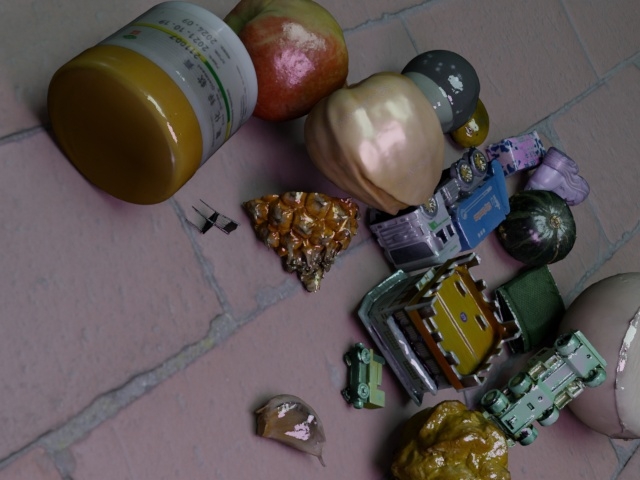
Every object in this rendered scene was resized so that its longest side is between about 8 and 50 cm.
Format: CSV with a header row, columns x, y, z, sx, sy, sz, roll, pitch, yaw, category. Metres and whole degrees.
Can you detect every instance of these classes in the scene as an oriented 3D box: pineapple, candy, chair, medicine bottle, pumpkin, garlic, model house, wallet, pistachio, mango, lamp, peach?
x,y,z,sx,sy,sz,roll,pitch,yaw,category
-0.004,-0.002,1.468,0.250,0.140,0.164,21,61,-38,pineapple
0.481,-0.210,2.025,0.160,0.073,0.092,-17,84,-44,candy
-0.179,-0.029,1.387,0.086,0.037,0.042,33,42,-23,chair
-0.248,-0.211,1.259,0.238,0.238,0.232,51,48,-14,medicine bottle
0.497,-0.030,1.915,0.190,0.146,0.190,15,66,-37,pumpkin
-0.042,0.302,1.366,0.152,0.066,0.084,30,83,-26,garlic
0.215,0.166,1.536,0.198,0.215,0.224,-41,102,-40,model house
0.480,0.151,1.893,0.236,0.055,0.160,-20,92,-49,wallet
0.105,-0.171,1.462,0.321,0.229,0.238,31,49,-57,pistachio
0.346,-0.287,1.937,0.103,0.076,0.161,27,48,-24,mango
0.212,-0.288,1.742,0.314,0.182,0.182,-37,99,-42,lamp
-0.056,-0.323,1.489,0.256,0.232,0.232,27,57,-37,peach

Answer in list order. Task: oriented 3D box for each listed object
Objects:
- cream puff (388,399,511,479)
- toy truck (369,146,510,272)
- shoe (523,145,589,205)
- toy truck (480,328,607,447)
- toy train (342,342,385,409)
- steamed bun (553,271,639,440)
x,y,z,sx,sy,sz,roll,pitch,yaw,category
0.225,0.401,1.454,0.196,0.244,0.244,38,51,-9,cream puff
0.259,-0.067,1.721,0.367,0.146,0.175,-35,102,-44,toy truck
0.581,-0.124,2.064,0.095,0.137,0.245,45,3,36,shoe
0.445,0.287,1.701,0.128,0.259,0.135,48,7,-12,toy truck
0.081,0.248,1.502,0.081,0.050,0.122,26,57,-38,toy train
0.666,0.250,1.872,0.374,0.241,0.374,-8,103,-38,steamed bun
